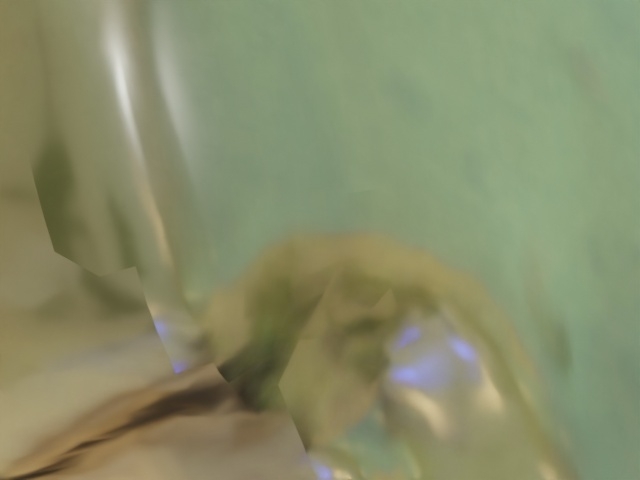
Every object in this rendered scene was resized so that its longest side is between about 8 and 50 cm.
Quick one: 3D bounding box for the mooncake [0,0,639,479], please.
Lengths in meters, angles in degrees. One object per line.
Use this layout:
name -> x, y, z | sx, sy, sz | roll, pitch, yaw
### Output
mooncake -> 0.000, 0.000, 0.519 | 0.187, 0.351, 0.351 | -25, 71, 41
